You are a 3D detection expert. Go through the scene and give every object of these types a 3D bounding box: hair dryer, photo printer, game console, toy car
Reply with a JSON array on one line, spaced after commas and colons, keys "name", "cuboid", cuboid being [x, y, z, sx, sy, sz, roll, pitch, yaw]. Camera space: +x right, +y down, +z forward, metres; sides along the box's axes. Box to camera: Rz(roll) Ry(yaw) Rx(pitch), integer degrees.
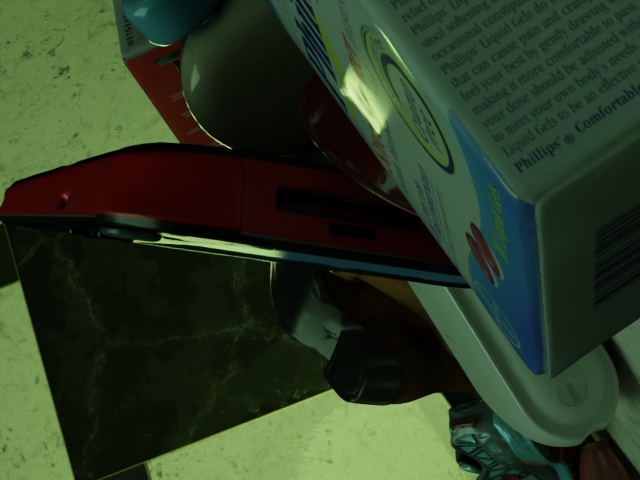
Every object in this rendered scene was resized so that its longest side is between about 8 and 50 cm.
[{"name": "hair dryer", "cuboid": [0.334, 0.345, 1.810, 0.223, 0.080, 0.294, -95, -17, -71]}, {"name": "photo printer", "cuboid": [0.155, 0.048, 1.565, 0.307, 0.107, 0.256, 58, 176, -7]}, {"name": "game console", "cuboid": [0.000, 0.000, 1.174, 0.342, 0.386, 0.060, 172, 106, -65]}, {"name": "toy car", "cuboid": [-0.015, -0.186, 1.280, 0.219, 0.210, 0.238, 46, -166, -27]}]

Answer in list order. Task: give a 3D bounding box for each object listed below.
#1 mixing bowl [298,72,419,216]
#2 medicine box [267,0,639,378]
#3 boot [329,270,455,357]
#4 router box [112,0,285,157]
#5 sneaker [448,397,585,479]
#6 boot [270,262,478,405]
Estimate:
[{"name": "mixing bowl", "cuboid": [0.087, -0.096, 1.043, 0.181, 0.181, 0.098, 54, 131, 41]}, {"name": "medicine box", "cuboid": [0.082, -0.116, 0.836, 0.289, 0.149, 0.263, 55, 176, 22]}, {"name": "boot", "cuboid": [0.067, 0.020, 1.791, 0.220, 0.109, 0.283, 16, -147, -30]}, {"name": "router box", "cuboid": [-0.112, -0.194, 1.724, 0.301, 0.082, 0.335, 57, -168, -42]}, {"name": "sneaker", "cuboid": [0.209, 0.215, 1.817, 0.262, 0.125, 0.104, 47, -140, -56]}, {"name": "boot", "cuboid": [0.103, 0.082, 1.911, 0.280, 0.096, 0.264, 3, -149, -36]}]
